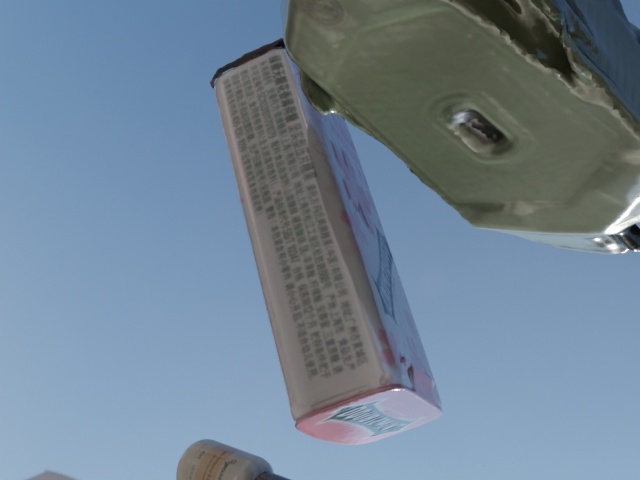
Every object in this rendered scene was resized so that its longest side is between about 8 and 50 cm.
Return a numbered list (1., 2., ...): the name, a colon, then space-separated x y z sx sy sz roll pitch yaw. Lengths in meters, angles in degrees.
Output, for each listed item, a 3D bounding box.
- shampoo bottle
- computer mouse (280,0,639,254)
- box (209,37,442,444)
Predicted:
1. shampoo bottle: -0.077 0.282 0.824 0.192 0.074 0.074 8 -75 35
2. computer mouse: 0.154 -0.134 0.611 0.228 0.429 0.145 -23 -140 49
3. box: 0.000 0.000 0.714 0.112 0.190 0.370 -23 -118 11
